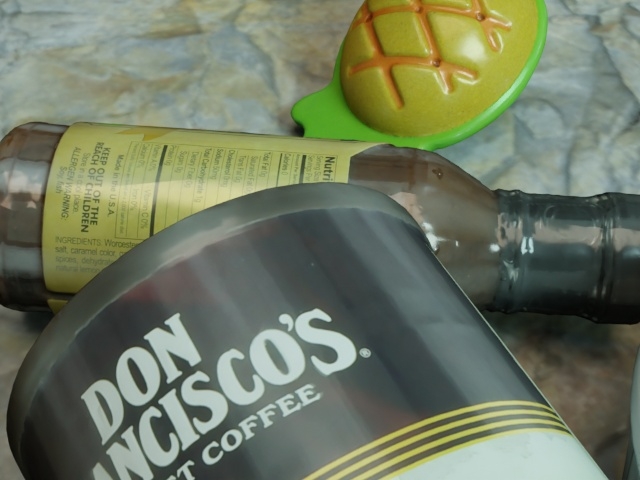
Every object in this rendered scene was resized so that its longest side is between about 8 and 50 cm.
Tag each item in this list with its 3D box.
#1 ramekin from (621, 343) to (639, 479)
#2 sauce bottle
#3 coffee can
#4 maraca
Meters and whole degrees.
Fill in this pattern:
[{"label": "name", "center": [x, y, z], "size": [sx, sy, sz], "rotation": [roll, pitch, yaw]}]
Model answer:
[{"label": "ramekin", "center": [0.256, 0.118, 0.464], "size": [0.272, 0.127, 0.273], "rotation": [3, 49, -3]}, {"label": "sauce bottle", "center": [0.000, 0.000, 0.582], "size": [0.344, 0.111, 0.111], "rotation": [5, 51, 2]}, {"label": "coffee can", "center": [0.025, 0.142, 0.403], "size": [0.201, 0.202, 0.275], "rotation": [-23, 55, -18]}, {"label": "maraca", "center": [0.061, -0.105, 0.678], "size": [0.186, 0.099, 0.127], "rotation": [-49, 57, -3]}]
